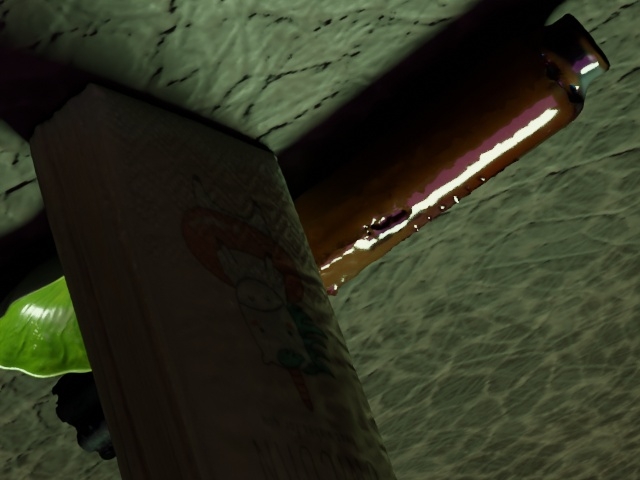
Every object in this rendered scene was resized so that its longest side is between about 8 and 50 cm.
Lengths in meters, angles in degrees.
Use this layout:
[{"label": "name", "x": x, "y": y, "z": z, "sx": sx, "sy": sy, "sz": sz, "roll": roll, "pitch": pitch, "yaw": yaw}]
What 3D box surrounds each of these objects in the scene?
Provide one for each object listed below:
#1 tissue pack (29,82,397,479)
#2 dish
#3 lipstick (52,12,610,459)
[{"label": "tissue pack", "x": -0.045, "y": 0.075, "z": 0.901, "sx": 0.071, "sy": 0.325, "sz": 0.170, "roll": -37, "pitch": 145, "yaw": 24}, {"label": "dish", "x": -0.151, "y": 0.028, "z": 1.030, "sx": 0.091, "sy": 0.039, "sz": 0.137, "roll": 15, "pitch": 130, "yaw": -40}, {"label": "lipstick", "x": 0.000, "y": 0.000, "z": 1.058, "sx": 0.418, "sy": 0.077, "sz": 0.077, "roll": -37, "pitch": 146, "yaw": 17}]
